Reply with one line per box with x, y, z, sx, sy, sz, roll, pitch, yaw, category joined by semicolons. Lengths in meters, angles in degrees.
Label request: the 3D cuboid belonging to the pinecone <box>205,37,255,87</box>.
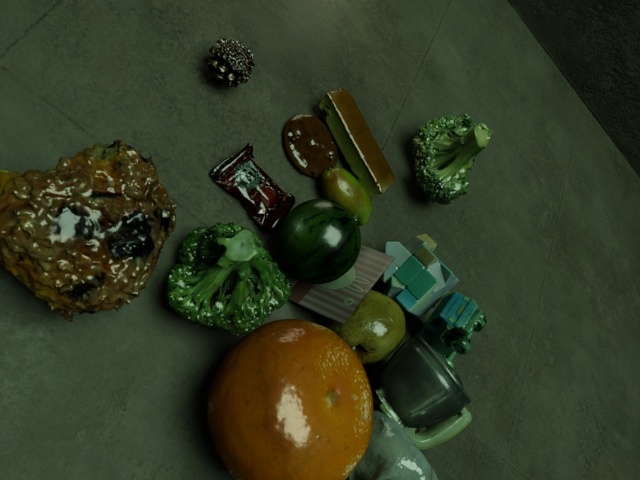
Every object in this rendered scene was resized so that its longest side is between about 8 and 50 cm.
-0.256;-0.490;1.622;0.140;0.121;0.140;11;70;-34;pinecone

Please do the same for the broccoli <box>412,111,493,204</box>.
0.440;-0.310;2.047;0.249;0.302;0.375;24;62;11;broccoli

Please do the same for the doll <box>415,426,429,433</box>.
0.288;0.482;1.807;0.143;0.135;0.220;14;72;-1;doll

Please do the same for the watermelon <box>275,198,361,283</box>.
-0.004;0.003;1.609;0.242;0.242;0.242;12;71;-36;watermelon

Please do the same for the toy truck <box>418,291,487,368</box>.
0.414;0.294;1.858;0.156;0.279;0.155;35;56;14;toy truck

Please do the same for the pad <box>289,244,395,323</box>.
0.061;0.106;1.687;0.300;0.202;0.005;-46;145;-36;pad

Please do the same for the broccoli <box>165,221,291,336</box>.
-0.225;0.082;1.405;0.308;0.275;0.307;6;63;-12;broccoli

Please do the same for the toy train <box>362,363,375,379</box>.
0.099;0.448;1.702;0.044;0.042;0.209;29;60;-3;toy train

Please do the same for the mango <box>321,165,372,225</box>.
0.086;-0.132;1.811;0.125;0.111;0.233;-52;124;-23;mango

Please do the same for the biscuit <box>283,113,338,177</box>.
-0.027;-0.298;1.809;0.212;0.036;0.212;13;69;-37;biscuit

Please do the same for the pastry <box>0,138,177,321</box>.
-0.483;-0.022;1.206;0.405;0.292;0.337;-31;109;-49;pastry

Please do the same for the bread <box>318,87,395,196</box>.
0.117;-0.321;1.892;0.361;0.077;0.138;60;36;-10;bread

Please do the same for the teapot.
0.276;0.440;1.661;0.239;0.239;0.321;-37;144;-2;teapot

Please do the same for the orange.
-0.075;0.400;1.390;0.424;0.326;0.424;25;50;-33;orange

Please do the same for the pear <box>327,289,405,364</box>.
0.129;0.252;1.671;0.228;0.188;0.211;24;52;5;pear

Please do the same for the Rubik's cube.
0.285;0.113;1.842;0.213;0.265;0.224;47;5;25;Rubik's cube

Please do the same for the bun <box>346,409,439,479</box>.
0.161;0.619;1.523;0.194;0.354;0.354;-29;97;-23;bun

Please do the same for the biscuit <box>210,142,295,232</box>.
-0.181;-0.148;1.626;0.235;0.063;0.151;49;53;-15;biscuit
